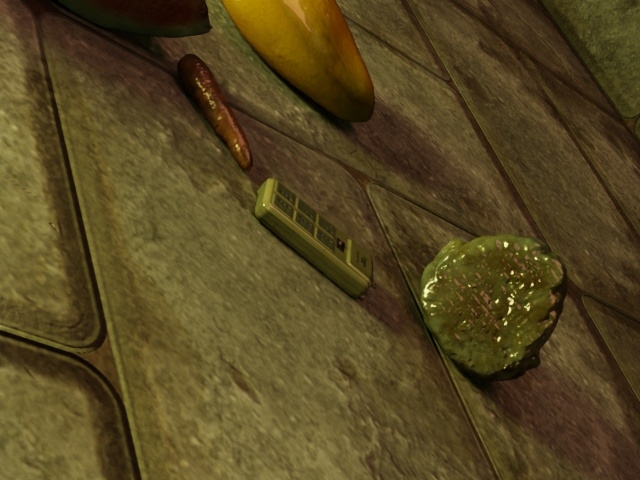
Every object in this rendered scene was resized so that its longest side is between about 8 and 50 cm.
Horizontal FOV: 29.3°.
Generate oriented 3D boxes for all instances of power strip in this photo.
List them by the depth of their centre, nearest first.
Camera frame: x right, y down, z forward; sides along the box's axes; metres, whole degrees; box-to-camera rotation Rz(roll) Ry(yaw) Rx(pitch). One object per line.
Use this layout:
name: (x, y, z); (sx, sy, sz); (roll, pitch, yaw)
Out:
power strip: (0.000, 0.000, 1.334); (0.169, 0.028, 0.076); (39, 23, -16)

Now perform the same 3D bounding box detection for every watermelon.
watermelon: (-0.200, -0.283, 1.322); (0.207, 0.136, 0.202); (33, -14, -15)

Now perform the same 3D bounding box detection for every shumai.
shumai: (0.196, 0.085, 1.453); (0.184, 0.184, 0.142); (53, -5, 17)

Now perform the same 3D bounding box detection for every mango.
mango: (-0.032, -0.287, 1.652); (0.317, 0.119, 0.176); (54, 20, -4)

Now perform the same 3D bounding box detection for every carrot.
carrot: (-0.115, -0.144, 1.370); (0.035, 0.035, 0.165); (6, 48, -57)
